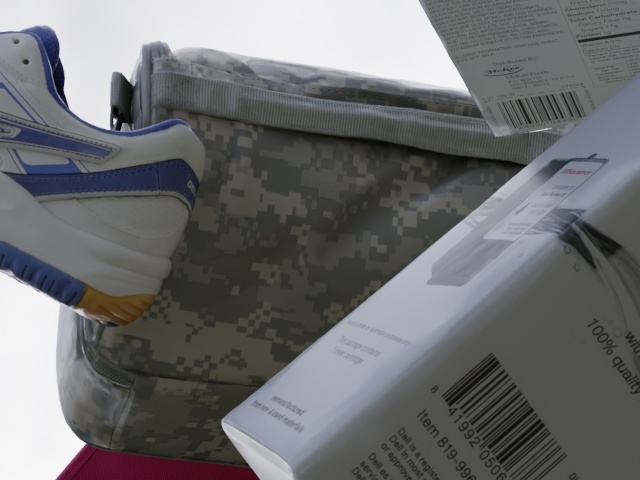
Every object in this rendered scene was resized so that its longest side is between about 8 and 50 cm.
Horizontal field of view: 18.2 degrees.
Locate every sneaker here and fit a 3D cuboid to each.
[{"bbox_3d":[-0.203,-0.071,1.096,0.131,0.296,0.112,-62,2,-5],"label":"sneaker"}]

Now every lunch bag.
[{"bbox_3d":[0.000,0.000,1.255,0.305,0.212,0.256,8,-36,-12],"label":"lunch bag"}]

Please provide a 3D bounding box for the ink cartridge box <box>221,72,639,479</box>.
[{"bbox_3d":[0.097,0.059,0.689,0.208,0.087,0.153,-39,-74,-11],"label":"ink cartridge box"}]

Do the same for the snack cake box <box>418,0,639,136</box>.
[{"bbox_3d":[0.175,-0.131,0.806,0.264,0.089,0.152,-8,-27,16],"label":"snack cake box"}]

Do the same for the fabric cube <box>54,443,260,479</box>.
[{"bbox_3d":[-0.067,0.233,1.494,0.254,0.258,0.259,-52,-2,-23],"label":"fabric cube"}]
